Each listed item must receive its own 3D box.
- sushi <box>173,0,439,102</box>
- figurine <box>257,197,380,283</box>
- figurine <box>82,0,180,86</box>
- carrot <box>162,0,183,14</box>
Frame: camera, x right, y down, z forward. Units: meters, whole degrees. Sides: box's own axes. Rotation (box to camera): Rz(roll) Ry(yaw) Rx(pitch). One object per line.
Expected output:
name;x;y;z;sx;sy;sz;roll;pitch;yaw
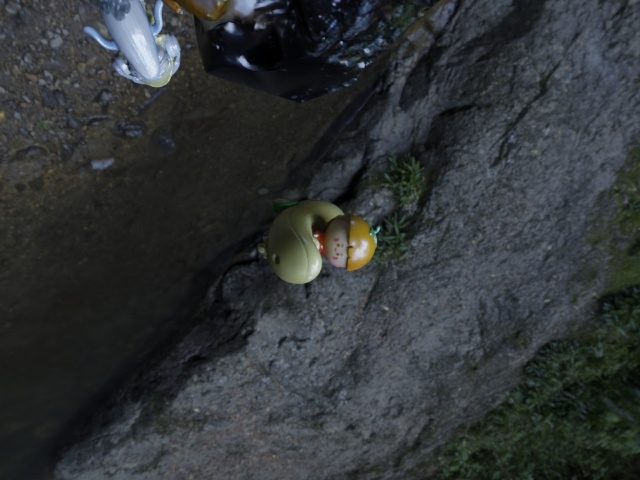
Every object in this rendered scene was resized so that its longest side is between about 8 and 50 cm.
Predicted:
sushi;-0.025;-0.251;0.279;0.212;0.215;0.227;9;173;-33
figurine;0.000;0.000;0.834;0.324;0.222;0.124;-80;174;-74
figurine;-0.317;-0.360;0.731;0.128;0.208;0.184;-22;164;-5
carrot;-0.357;-0.539;0.869;0.048;0.216;0.048;-46;-176;4
